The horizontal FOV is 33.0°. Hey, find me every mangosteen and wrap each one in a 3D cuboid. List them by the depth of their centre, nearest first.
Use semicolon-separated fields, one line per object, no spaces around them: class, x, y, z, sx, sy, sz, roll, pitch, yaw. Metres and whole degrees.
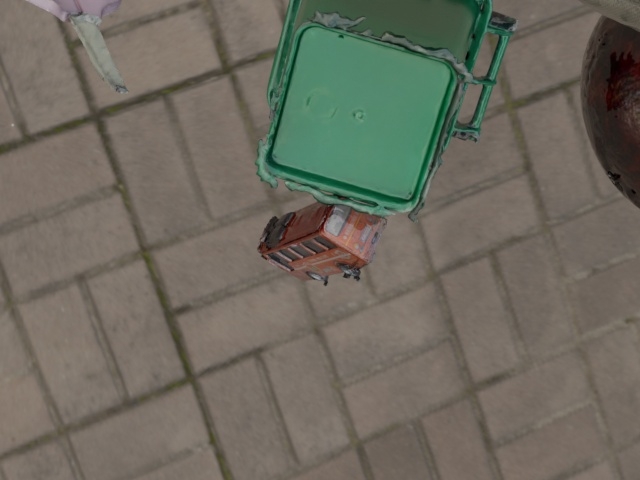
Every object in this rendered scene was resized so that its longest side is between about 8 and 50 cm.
mangosteen;0.562;-0.202;1.432;0.421;0.381;0.381;-13;100;14

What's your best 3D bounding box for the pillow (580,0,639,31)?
pillow;0.237;-0.114;0.542;0.169;0.255;0.059;-15;120;-13

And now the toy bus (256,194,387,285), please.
toy bus;0.000;0.000;1.289;0.096;0.235;0.074;32;73;-17

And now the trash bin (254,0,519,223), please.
trash bin;0.076;-0.186;1.289;0.295;0.381;0.259;16;115;0

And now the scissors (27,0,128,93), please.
scissors;-0.206;-0.185;0.947;0.110;0.212;0.021;-1;132;-32
